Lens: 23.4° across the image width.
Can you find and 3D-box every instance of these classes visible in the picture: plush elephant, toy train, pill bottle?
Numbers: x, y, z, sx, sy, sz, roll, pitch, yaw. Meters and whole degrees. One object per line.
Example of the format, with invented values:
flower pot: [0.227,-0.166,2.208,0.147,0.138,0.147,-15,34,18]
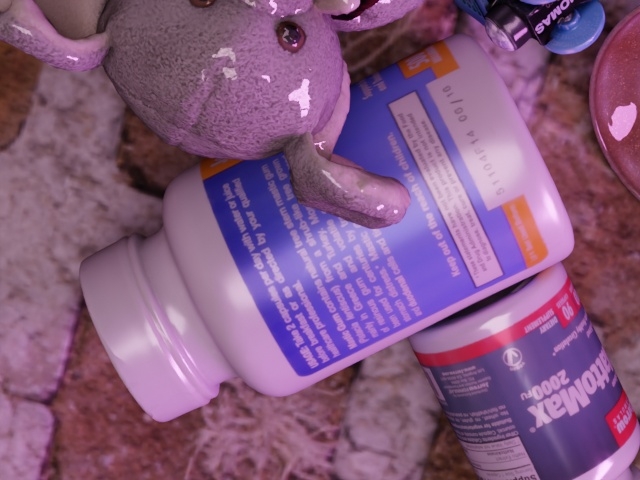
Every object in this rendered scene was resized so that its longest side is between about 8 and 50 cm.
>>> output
plush elephant: [-0.032,-0.156,0.775,0.272,0.255,0.330,19,129,-17]
toy train: [0.154,-0.193,0.915,0.184,0.105,0.080,-45,143,-1]
pill bottle: [0.139,0.109,0.971,0.108,0.108,0.180,-27,101,4]
pill bottle: [0.000,0.000,0.925,0.272,0.152,0.152,-26,100,4]

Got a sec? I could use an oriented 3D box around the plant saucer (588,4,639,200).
plant saucer: [0.262,-0.077,0.929,0.198,0.036,0.198,20,137,20]
